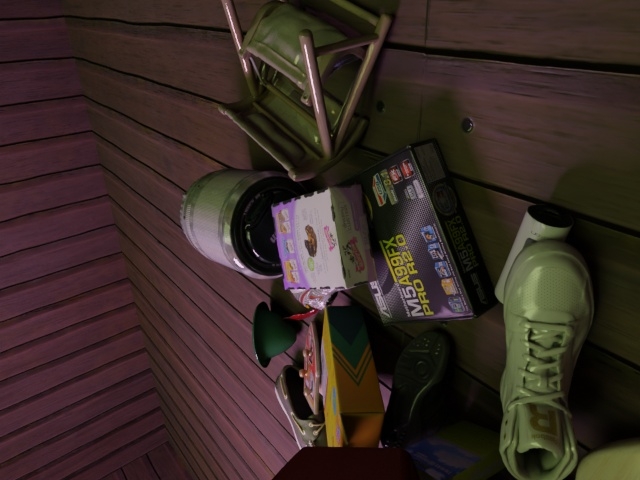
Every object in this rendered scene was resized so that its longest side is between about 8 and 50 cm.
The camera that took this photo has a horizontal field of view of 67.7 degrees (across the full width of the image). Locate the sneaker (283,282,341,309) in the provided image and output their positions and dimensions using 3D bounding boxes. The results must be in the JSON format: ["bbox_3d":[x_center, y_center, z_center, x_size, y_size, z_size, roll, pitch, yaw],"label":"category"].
[{"bbox_3d":[0.014,0.094,1.007,0.092,0.088,0.225,55,150,-10],"label":"sneaker"}]

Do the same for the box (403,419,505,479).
[{"bbox_3d":[0.213,0.345,0.758,0.109,0.178,0.042,0,96,55],"label":"box"}]

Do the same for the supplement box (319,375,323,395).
[{"bbox_3d":[0.022,0.351,1.163,0.098,0.036,0.062,29,129,46],"label":"supplement box"}]

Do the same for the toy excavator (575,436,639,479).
[{"bbox_3d":[0.338,0.403,0.617,0.433,0.222,0.445,-2,98,54],"label":"toy excavator"}]

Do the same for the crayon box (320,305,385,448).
[{"bbox_3d":[0.055,0.303,0.910,0.318,0.081,0.202,-98,10,-56],"label":"crayon box"}]

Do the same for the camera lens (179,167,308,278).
[{"bbox_3d":[-0.159,-0.044,1.034,0.274,0.219,0.219,14,119,52],"label":"camera lens"}]

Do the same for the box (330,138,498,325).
[{"bbox_3d":[0.141,0.000,0.778,0.216,0.060,0.270,-20,91,56],"label":"box"}]

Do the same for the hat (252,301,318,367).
[{"bbox_3d":[-0.067,0.239,1.238,0.208,0.184,0.173,-26,-71,-81],"label":"hat"}]

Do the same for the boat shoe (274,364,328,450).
[{"bbox_3d":[-0.021,0.456,1.220,0.305,0.109,0.091,51,148,31],"label":"boat shoe"}]

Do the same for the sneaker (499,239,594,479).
[{"bbox_3d":[0.271,0.160,0.566,0.108,0.169,0.292,1,120,17],"label":"sneaker"}]

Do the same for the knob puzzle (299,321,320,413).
[{"bbox_3d":[-0.030,0.290,1.133,0.213,0.030,0.213,-178,90,-81],"label":"knob puzzle"}]

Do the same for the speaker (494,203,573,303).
[{"bbox_3d":[0.271,0.023,0.612,0.055,0.055,0.136,39,136,37],"label":"speaker"}]

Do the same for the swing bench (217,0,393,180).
[{"bbox_3d":[-0.044,-0.280,0.798,0.253,0.165,0.254,45,146,30],"label":"swing bench"}]

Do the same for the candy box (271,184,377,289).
[{"bbox_3d":[0.000,0.000,0.838,0.196,0.070,0.164,-8,91,56],"label":"candy box"}]

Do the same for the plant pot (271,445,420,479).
[{"bbox_3d":[0.044,0.443,0.660,0.267,0.235,0.267,-10,115,25],"label":"plant pot"}]

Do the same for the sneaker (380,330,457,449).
[{"bbox_3d":[0.191,0.268,0.847,0.087,0.130,0.227,17,94,48],"label":"sneaker"}]
